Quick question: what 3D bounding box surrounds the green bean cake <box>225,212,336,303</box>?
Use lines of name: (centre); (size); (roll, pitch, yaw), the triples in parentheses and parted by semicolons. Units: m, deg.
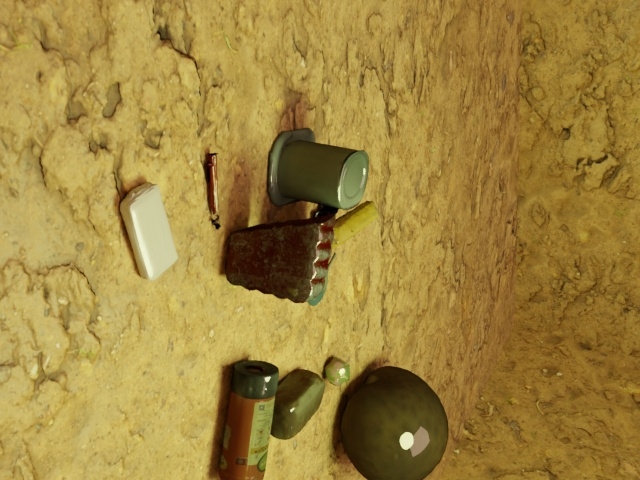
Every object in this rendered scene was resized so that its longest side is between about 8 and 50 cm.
green bean cake: (-0.089, 0.024, 1.601); (0.097, 0.233, 0.198); (-6, 104, -65)

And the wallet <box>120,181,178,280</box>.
wallet: (-0.321, -0.017, 1.370); (0.095, 0.033, 0.190); (-50, 143, -42)

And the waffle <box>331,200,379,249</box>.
waffle: (0.000, 0.000, 1.759); (0.055, 0.248, 0.221); (60, 37, -3)

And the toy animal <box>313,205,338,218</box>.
toy animal: (0.021, -0.079, 1.952); (0.108, 0.062, 0.220); (-68, 156, -55)

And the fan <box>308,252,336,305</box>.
fan: (0.006, 0.104, 2.048); (0.175, 0.005, 0.113); (-60, 148, -28)

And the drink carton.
drink carton: (-0.002, -0.153, 1.734); (0.191, 0.190, 0.185); (-18, 122, -57)

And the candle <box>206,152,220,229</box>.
candle: (-0.224, -0.100, 1.522); (0.026, 0.021, 0.167); (-25, 126, -44)

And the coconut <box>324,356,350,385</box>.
coconut: (0.052, 0.396, 2.192); (0.082, 0.081, 0.083); (-42, 150, -28)

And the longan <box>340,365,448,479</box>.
longan: (0.244, 0.607, 2.380); (0.404, 0.336, 0.404); (33, 42, -36)

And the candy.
candy: (-0.068, 0.430, 1.943); (0.234, 0.102, 0.104); (-30, 127, -61)

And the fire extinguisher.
fire extinguisher: (-0.165, 0.481, 1.794); (0.200, 0.113, 0.376); (-6, 107, -61)
